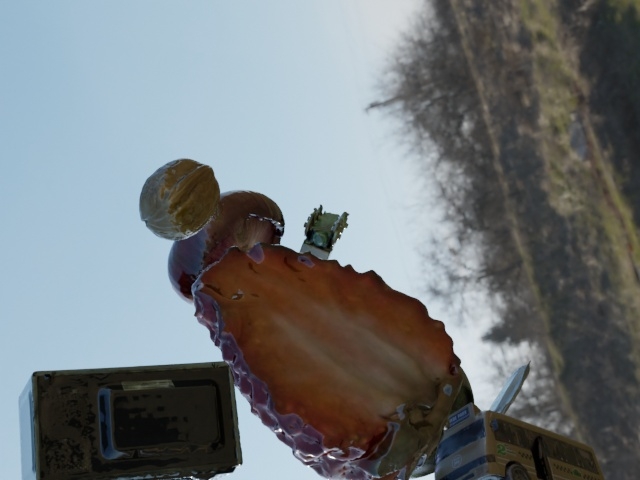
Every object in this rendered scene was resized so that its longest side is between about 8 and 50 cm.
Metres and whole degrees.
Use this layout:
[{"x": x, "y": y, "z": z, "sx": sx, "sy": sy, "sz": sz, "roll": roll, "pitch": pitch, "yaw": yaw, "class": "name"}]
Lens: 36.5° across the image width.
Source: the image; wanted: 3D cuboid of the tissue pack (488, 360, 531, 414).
[{"x": 0.337, "y": 0.301, "z": 1.804, "sx": 0.026, "sy": 0.122, "sz": 0.193, "roll": 33, "pitch": 156, "yaw": 8, "class": "tissue pack"}]

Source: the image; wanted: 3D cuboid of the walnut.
[{"x": -0.191, "y": -0.058, "z": 1.334, "sx": 0.105, "sy": 0.124, "sz": 0.105, "roll": 39, "pitch": 158, "yaw": 19, "class": "walnut"}]

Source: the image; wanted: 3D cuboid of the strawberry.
[{"x": -0.005, "y": 0.147, "z": 1.139, "sx": 0.265, "sy": 0.336, "sz": 0.149, "roll": -42, "pitch": -20, "yaw": -42, "class": "strawberry"}]

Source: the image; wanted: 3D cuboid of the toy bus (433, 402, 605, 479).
[{"x": 0.314, "y": 0.367, "z": 1.526, "sx": 0.290, "sy": 0.139, "sz": 0.157, "roll": 22, "pitch": -137, "yaw": -30, "class": "toy bus"}]

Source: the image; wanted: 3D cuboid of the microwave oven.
[{"x": -0.348, "y": 0.354, "z": 1.745, "sx": 0.286, "sy": 0.355, "sz": 0.218, "roll": 142, "pitch": 125, "yaw": -61, "class": "microwave oven"}]

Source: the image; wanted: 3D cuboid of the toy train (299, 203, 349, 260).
[{"x": 0.000, "y": 0.000, "z": 1.961, "sx": 0.194, "sy": 0.081, "sz": 0.125, "roll": -59, "pitch": -10, "yaw": -75, "class": "toy train"}]

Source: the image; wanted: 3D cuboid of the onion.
[{"x": -0.178, "y": 0.009, "z": 1.793, "sx": 0.161, "sy": 0.248, "sz": 0.248, "roll": 39, "pitch": 167, "yaw": 44, "class": "onion"}]

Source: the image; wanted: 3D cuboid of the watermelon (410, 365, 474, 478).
[{"x": 0.145, "y": 0.304, "z": 1.746, "sx": 0.269, "sy": 0.269, "sz": 0.269, "roll": -19, "pitch": -90, "yaw": -76, "class": "watermelon"}]
